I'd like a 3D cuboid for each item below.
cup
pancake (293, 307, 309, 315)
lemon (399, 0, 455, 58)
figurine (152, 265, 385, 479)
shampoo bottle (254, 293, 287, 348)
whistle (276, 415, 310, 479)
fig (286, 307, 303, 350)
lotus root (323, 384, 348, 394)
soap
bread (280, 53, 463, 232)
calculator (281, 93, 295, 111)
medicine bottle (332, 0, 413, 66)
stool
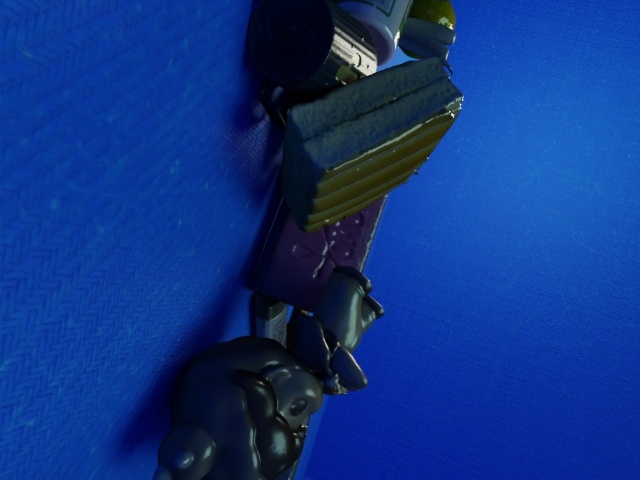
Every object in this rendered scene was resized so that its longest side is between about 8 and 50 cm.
[{"bbox_3d":[-0.019,-0.226,0.536,0.177,0.131,0.155,-56,168,19],"label":"cup"},{"bbox_3d":[-0.052,0.205,1.179,0.151,0.025,0.152,18,90,-79],"label":"pancake"},{"bbox_3d":[0.318,-0.650,1.251,0.248,0.183,0.184,-51,155,-57],"label":"lemon"},{"bbox_3d":[-0.059,0.199,0.607,0.380,0.203,0.248,-42,160,-17],"label":"figurine"},{"bbox_3d":[-0.102,0.179,0.854,0.086,0.055,0.228,-58,161,-44],"label":"shampoo bottle"},{"bbox_3d":[-0.117,0.418,0.876,0.405,0.168,0.188,-60,164,-60],"label":"whistle"},{"bbox_3d":[-0.050,0.214,1.044,0.124,0.124,0.237,41,53,-77],"label":"fig"},{"bbox_3d":[0.018,0.422,1.447,0.199,0.187,0.180,-2,95,-75],"label":"lotus root"},{"bbox_3d":[0.001,0.000,0.752,0.260,0.181,0.081,-69,-162,-9],"label":"soap"},{"bbox_3d":[0.064,-0.130,0.610,0.246,0.111,0.239,-27,168,-16],"label":"bread"},{"bbox_3d":[0.000,-0.225,0.709,0.191,0.034,0.127,-60,143,-40],"label":"calculator"},{"bbox_3d":[0.107,-0.453,0.710,0.133,0.133,0.274,57,52,-74],"label":"medicine bottle"},{"bbox_3d":[0.248,-0.568,1.020,0.195,0.198,0.195,97,18,-44],"label":"stool"}]
